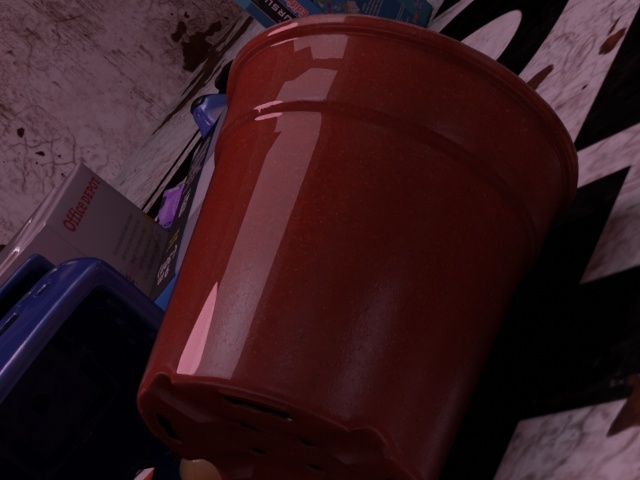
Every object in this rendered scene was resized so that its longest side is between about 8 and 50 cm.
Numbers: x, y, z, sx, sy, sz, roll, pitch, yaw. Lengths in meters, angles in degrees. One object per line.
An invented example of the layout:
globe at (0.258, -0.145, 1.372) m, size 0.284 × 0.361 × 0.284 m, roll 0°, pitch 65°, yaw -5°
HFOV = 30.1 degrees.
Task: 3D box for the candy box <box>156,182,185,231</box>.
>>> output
candy box at (-0.105, -0.045, 1.523) m, size 0.196 × 0.070 × 0.165 m, roll -22°, pitch 21°, yaw 7°

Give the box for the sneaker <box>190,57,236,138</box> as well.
sneaker at (-0.062, -0.215, 1.714) m, size 0.130 × 0.147 × 0.330 m, roll -37°, pitch -1°, yaw 41°

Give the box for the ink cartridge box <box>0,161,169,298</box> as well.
ink cartridge box at (-0.249, 0.088, 1.376) m, size 0.197 × 0.270 × 0.198 m, roll -45°, pitch 16°, yaw 18°

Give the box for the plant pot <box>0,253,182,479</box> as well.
plant pot at (-0.233, 0.160, 1.090) m, size 0.236 × 0.236 × 0.212 m, roll -52°, pitch 30°, yaw -15°

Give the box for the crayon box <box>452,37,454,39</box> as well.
crayon box at (0.074, -0.127, 1.330) m, size 0.165 × 0.081 × 0.278 m, roll -52°, pitch 15°, yaw -7°

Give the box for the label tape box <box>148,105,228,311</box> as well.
label tape box at (-0.075, -0.011, 1.209) m, size 0.249 × 0.115 × 0.348 m, roll -46°, pitch 23°, yaw 49°

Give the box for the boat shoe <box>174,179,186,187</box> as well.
boat shoe at (-0.177, -0.096, 2.021) m, size 0.079 × 0.084 × 0.233 m, roll 4°, pitch 35°, yaw 23°

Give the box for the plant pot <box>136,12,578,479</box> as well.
plant pot at (0.014, 0.034, 0.825) m, size 0.272 × 0.272 × 0.265 m, roll -28°, pitch 34°, yaw 54°

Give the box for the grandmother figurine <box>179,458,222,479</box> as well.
grandmother figurine at (-0.113, 0.287, 0.855) m, size 0.208 × 0.104 × 0.342 m, roll -57°, pitch 10°, yaw 15°

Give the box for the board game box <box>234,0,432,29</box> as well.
board game box at (-0.009, -0.352, 1.613) m, size 0.079 × 0.336 × 0.254 m, roll -40°, pitch 18°, yaw 34°

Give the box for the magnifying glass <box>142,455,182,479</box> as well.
magnifying glass at (-0.199, 0.280, 1.249) m, size 0.231 × 0.026 × 0.092 m, roll -45°, pitch 16°, yaw 15°
